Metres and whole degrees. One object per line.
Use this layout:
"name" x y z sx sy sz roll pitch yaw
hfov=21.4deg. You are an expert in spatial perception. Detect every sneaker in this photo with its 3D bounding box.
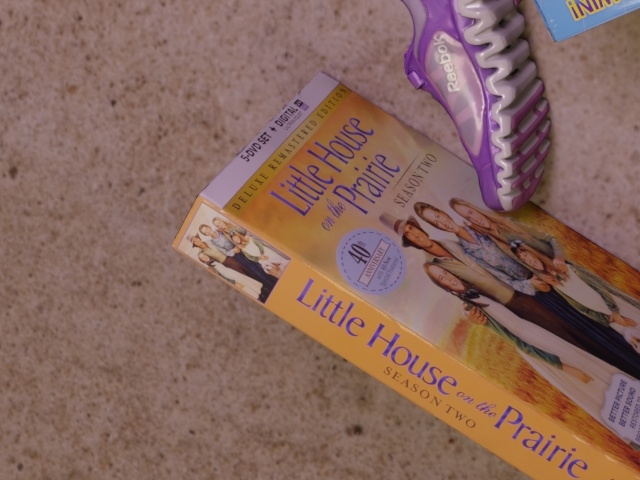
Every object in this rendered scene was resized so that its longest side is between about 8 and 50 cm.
"sneaker" 0.126 -0.138 1.445 0.104 0.095 0.236 -4 110 30

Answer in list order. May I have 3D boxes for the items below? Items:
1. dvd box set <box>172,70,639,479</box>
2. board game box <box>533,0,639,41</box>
"dvd box set" 0.117 0.036 1.405 0.420 0.307 0.062 33 120 4
"board game box" 0.240 -0.338 1.188 0.308 0.086 0.302 -21 107 28
